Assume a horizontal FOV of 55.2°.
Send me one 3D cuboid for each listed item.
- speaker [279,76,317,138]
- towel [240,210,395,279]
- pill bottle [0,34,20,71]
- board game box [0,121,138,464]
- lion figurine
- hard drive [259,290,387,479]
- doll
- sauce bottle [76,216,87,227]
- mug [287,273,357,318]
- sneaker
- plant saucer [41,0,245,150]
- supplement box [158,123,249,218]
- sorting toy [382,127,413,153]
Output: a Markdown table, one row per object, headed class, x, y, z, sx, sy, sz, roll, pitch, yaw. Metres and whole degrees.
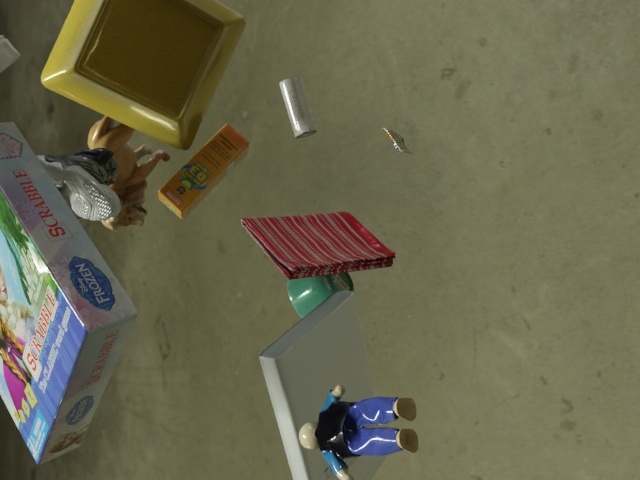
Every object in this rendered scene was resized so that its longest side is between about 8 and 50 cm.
| class | x | y | z | sx | sy | sz | roll | pitch | yaw |
| --- | --- | --- | --- | --- | --- | --- | --- | --- | --- |
| speaker | -0.053 | -0.313 | 1.442 | 0.055 | 0.055 | 0.136 | -16 | 91 | 50 |
| towel | 0.000 | 0.000 | 1.249 | 0.199 | 0.275 | 0.031 | 45 | 128 | 39 |
| pill bottle | -0.675 | -0.403 | 1.030 | 0.176 | 0.318 | 0.176 | -29 | 29 | 18 |
| board game box | -0.376 | 0.074 | 0.783 | 0.318 | 0.066 | 0.318 | 50 | 130 | 21 |
| lion figurine | -0.509 | -0.212 | 1.545 | 0.142 | 0.240 | 0.392 | 26 | 148 | 24 |
| hard drive | 0.018 | 0.296 | 1.064 | 0.047 | 0.233 | 0.352 | 2 | 113 | 36 |
| doll | 0.039 | 0.254 | 0.805 | 0.189 | 0.046 | 0.128 | -20 | 62 | 41 |
| sauce bottle | -0.680 | -0.048 | 1.712 | 0.128 | 0.042 | 0.042 | -4 | 88 | 55 |
| mug | 0.018 | 0.104 | 1.274 | 0.097 | 0.158 | 0.129 | -34 | 60 | 26 |
| sneaker | -0.475 | -0.131 | 1.294 | 0.269 | 0.153 | 0.101 | 24 | 123 | 30 |
| plant saucer | -0.356 | -0.401 | 1.277 | 0.332 | 0.333 | 0.081 | -66 | 24 | 1 |
| supplement box | -0.271 | -0.161 | 1.432 | 0.078 | 0.233 | 0.080 | 41 | 167 | -2 |
| sorting toy | 0.147 | -0.183 | 1.147 | 0.012 | 0.083 | 0.062 | -42 | 76 | 20 |
